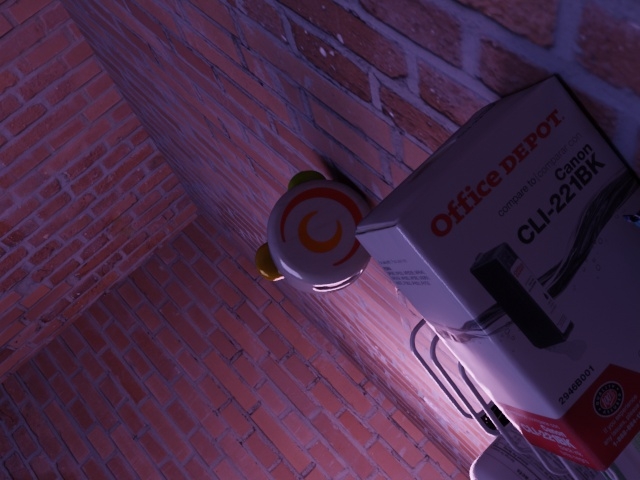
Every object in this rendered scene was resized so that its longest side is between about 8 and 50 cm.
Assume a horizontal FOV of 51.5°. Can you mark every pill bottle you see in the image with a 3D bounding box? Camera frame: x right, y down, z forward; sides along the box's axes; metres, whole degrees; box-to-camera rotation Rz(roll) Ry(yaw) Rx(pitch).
[{"bbox_3d":[0.311,0.323,0.915,0.160,0.283,0.160,45,168,12],"label":"pill bottle"}]

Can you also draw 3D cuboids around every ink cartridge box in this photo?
[{"bbox_3d":[0.195,0.027,0.589,0.273,0.197,0.114,49,167,-6],"label":"ink cartridge box"}]

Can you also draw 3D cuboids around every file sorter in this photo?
[{"bbox_3d":[0.265,0.156,0.821,0.193,0.173,0.277,52,168,-17],"label":"file sorter"}]

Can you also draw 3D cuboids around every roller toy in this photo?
[{"bbox_3d":[0.000,0.000,1.197,0.191,0.209,0.146,26,167,4],"label":"roller toy"}]

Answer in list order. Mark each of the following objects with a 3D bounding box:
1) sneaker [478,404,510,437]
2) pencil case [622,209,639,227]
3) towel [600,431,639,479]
[{"bbox_3d":[0.382,0.347,1.205,0.108,0.100,0.271,45,169,-11],"label":"sneaker"},{"bbox_3d":[0.303,0.013,0.486,0.152,0.064,0.070,46,-167,8],"label":"pencil case"},{"bbox_3d":[0.355,0.200,0.687,0.113,0.152,0.023,50,177,-15],"label":"towel"}]
